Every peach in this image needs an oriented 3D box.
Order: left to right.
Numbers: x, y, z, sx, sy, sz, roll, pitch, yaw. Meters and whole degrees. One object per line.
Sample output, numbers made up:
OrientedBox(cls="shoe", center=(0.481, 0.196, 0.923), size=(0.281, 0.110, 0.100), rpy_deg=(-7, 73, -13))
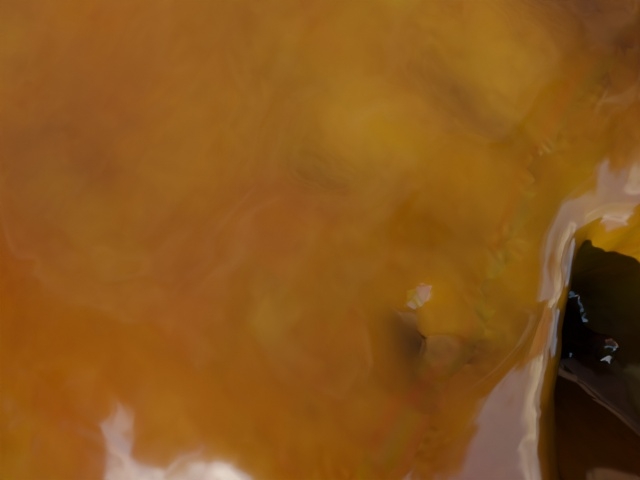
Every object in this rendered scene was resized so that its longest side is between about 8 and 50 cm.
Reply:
OrientedBox(cls="peach", center=(0.000, 0.000, 0.613), size=(0.343, 0.343, 0.302), rpy_deg=(-18, -155, -35))
